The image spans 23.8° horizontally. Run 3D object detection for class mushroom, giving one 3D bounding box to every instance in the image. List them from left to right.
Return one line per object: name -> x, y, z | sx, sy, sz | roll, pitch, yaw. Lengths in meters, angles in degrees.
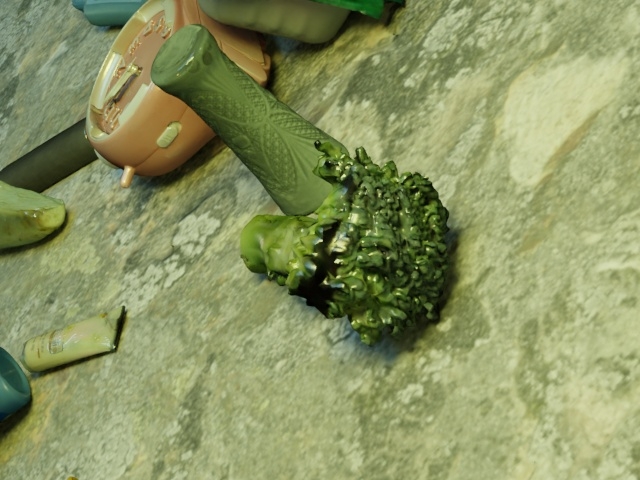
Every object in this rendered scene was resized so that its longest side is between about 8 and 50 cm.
mushroom -> -0.458, -0.030, 2.006 | 0.333, 0.107, 0.087 | -13, 6, 43

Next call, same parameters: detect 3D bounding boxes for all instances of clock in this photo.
clock -> -0.176, -0.176, 1.801 | 0.241, 0.142, 0.227 | -47, 32, 22

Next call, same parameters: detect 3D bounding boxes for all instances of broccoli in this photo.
broccoli -> 0.003, 0.007, 1.424 | 0.304, 0.145, 0.165 | 3, 68, 63

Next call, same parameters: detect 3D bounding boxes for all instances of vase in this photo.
vase -> -0.074, -0.124, 1.537 | 0.096, 0.219, 0.096 | -30, 37, 26

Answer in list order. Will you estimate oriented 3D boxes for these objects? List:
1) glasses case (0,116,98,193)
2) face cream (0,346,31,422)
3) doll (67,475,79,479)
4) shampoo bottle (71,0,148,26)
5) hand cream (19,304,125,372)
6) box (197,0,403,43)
glasses case -> -0.357, -0.109, 2.021 | 0.190, 0.042, 0.072 | -27, 32, 30
face cream -> -0.456, 0.220, 1.708 | 0.264, 0.083, 0.149 | -34, -2, 2
doll -> -0.286, 0.285, 1.499 | 0.127, 0.084, 0.073 | -41, 32, 0
shampoo bottle -> -0.270, -0.348, 2.134 | 0.258, 0.061, 0.104 | 11, 66, 53
hand cream -> -0.279, 0.115, 1.709 | 0.143, 0.039, 0.061 | -21, 40, 29
box -> -0.061, -0.337, 1.763 | 0.337, 0.264, 0.106 | -101, 27, -51
